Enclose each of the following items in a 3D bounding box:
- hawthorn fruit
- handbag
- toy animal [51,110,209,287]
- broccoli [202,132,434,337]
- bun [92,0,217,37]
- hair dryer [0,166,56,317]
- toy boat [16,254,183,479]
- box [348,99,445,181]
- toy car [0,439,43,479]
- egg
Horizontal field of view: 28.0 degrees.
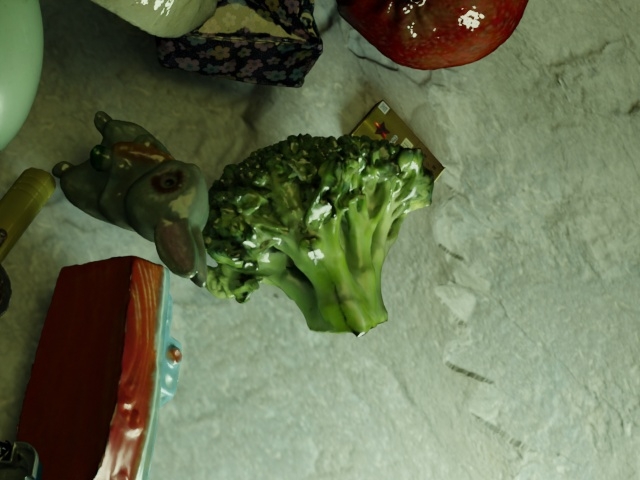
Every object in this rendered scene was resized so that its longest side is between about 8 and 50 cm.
[{"bbox_3d":[0.175,-0.367,1.767,0.307,0.265,0.265,-17,81,-61],"label":"hawthorn fruit"},{"bbox_3d":[-0.114,-0.299,1.598,0.229,0.126,0.207,2,58,-19],"label":"handbag"},{"bbox_3d":[-0.174,-0.042,1.378,0.127,0.125,0.251,-7,32,-40],"label":"toy animal"},{"bbox_3d":[0.000,0.000,1.499,0.288,0.248,0.245,-12,83,6],"label":"broccoli"},{"bbox_3d":[-0.219,-0.372,1.407,0.282,0.204,0.281,31,13,-8],"label":"bun"},{"bbox_3d":[-0.350,0.018,1.318,0.090,0.135,0.278,41,35,-14],"label":"hair dryer"},{"bbox_3d":[-0.220,0.186,1.321,0.133,0.145,0.331,42,47,-49],"label":"toy boat"},{"bbox_3d":[0.102,-0.117,1.745,0.133,0.023,0.090,46,50,-11],"label":"box"},{"bbox_3d":[-0.351,0.242,1.212,0.191,0.100,0.097,4,64,2],"label":"toy car"},{"bbox_3d":[-0.387,-0.212,1.312,0.203,0.203,0.282,-7,90,-37],"label":"egg"}]
